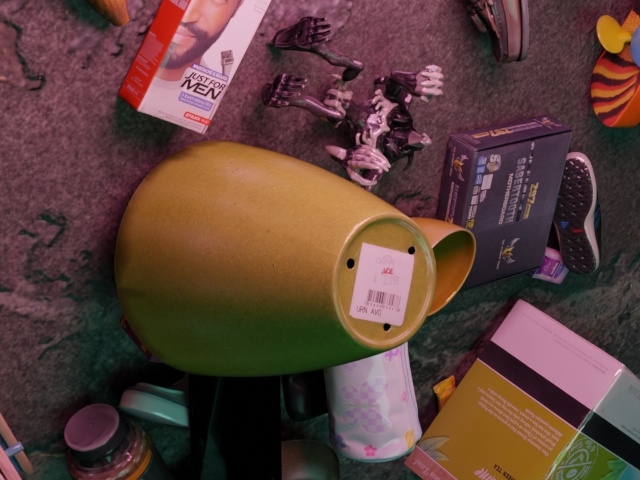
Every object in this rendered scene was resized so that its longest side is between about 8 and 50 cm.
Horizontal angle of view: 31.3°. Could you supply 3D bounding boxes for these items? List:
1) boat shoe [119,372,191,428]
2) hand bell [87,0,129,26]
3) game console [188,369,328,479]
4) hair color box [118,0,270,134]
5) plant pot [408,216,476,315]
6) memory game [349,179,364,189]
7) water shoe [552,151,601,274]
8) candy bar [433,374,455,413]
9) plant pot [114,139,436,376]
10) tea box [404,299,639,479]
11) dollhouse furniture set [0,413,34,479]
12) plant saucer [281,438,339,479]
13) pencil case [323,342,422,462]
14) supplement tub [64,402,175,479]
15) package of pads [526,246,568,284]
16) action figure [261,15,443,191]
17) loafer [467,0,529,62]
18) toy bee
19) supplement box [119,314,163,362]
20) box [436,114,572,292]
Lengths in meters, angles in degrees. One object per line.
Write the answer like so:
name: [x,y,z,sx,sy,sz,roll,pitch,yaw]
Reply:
boat shoe: [-0.149,0.199,1.450,0.258,0.095,0.084,24,72,-52]
hand bell: [-0.230,-0.286,1.061,0.126,0.126,0.242,-41,147,-9]
game console: [-0.032,0.201,1.487,0.361,0.044,0.213,-11,104,-49]
hair color box: [-0.132,-0.205,1.207,0.093,0.053,0.167,16,106,-42]
plant pot: [0.127,0.022,1.524,0.134,0.095,0.134,-32,140,-32]
memory game: [0.000,0.000,1.477,0.186,0.012,0.186,-20,129,-27]
water shoe: [0.384,-0.048,1.721,0.080,0.073,0.203,-55,142,-54]
candy bar: [0.201,0.282,1.818,0.040,0.018,0.161,-27,132,-22]
plant pot: [-0.025,0.032,1.216,0.275,0.293,0.274,-4,97,-39]
tea box: [0.367,0.321,1.815,0.323,0.220,0.329,-55,138,2]
dollhouse furniture set: [-0.377,0.282,1.160,0.198,0.303,0.286,-32,133,-19]
plant saucer: [-0.097,0.400,1.596,0.311,0.050,0.310,-23,141,-20]
pencil case: [0.063,0.145,1.462,0.124,0.113,0.273,-3,108,1]
supplement tub: [-0.245,0.286,1.409,0.106,0.106,0.198,-34,133,-16]
package of pads: [0.351,0.037,1.764,0.083,0.032,0.050,14,106,-43]
action figure: [0.058,-0.145,1.338,0.276,0.141,0.164,26,89,-43]
loafer: [0.190,-0.331,1.367,0.084,0.096,0.267,-16,122,-5]
toy bee: [0.474,-0.302,1.575,0.298,0.162,0.195,-37,149,23]
supplement box: [-0.192,0.100,1.341,0.043,0.083,0.055,14,108,-43]
box: [0.250,-0.050,1.606,0.183,0.059,0.232,-14,126,-33]
